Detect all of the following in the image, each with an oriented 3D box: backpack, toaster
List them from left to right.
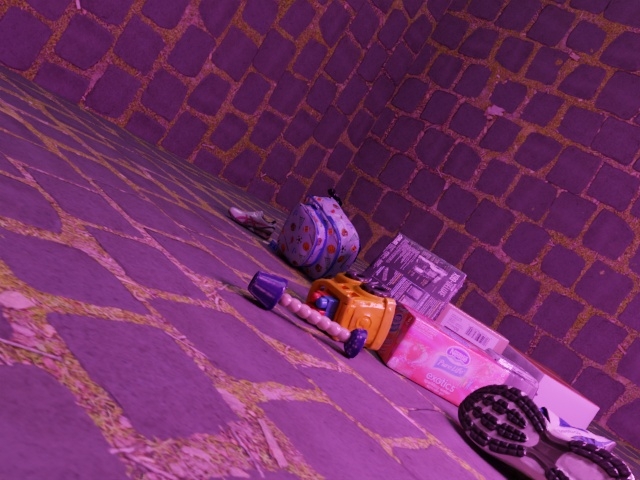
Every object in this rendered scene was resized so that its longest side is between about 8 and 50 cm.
[{"bbox_3d":[0.000,0.000,2.188,0.213,0.276,0.263,-8,43,-43],"label":"backpack"},{"bbox_3d":[0.507,0.410,1.846,0.227,0.146,0.129,32,4,-5],"label":"toaster"}]

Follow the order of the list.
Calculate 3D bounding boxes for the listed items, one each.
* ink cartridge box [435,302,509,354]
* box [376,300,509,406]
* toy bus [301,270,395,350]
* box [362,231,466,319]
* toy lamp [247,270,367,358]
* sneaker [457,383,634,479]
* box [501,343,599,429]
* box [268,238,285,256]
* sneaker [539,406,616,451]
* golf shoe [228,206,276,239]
[{"bbox_3d":[0.411,0.312,1.945,0.235,0.193,0.088,32,3,-2],"label":"ink cartridge box"},{"bbox_3d":[0.301,0.301,1.645,0.300,0.142,0.154,31,5,-13],"label":"box"},{"bbox_3d":[0.037,0.157,1.562,0.212,0.149,0.220,11,13,-31],"label":"toy bus"},{"bbox_3d":[0.235,0.150,1.864,0.242,0.307,0.076,33,-29,19],"label":"box"},{"bbox_3d":[-0.029,0.154,1.391,0.275,0.080,0.080,31,4,-11],"label":"toy lamp"},{"bbox_3d":[0.439,0.452,1.308,0.410,0.158,0.182,35,-26,52],"label":"sneaker"},{"bbox_3d":[0.686,0.489,2.079,0.215,0.168,0.345,32,5,-9],"label":"box"},{"bbox_3d":[-0.125,0.039,2.325,0.136,0.028,0.081,32,4,-31],"label":"box"},{"bbox_3d":[0.647,0.522,1.708,0.316,0.127,0.182,25,11,-48],"label":"sneaker"},{"bbox_3d":[-0.253,-0.082,2.400,0.186,0.086,0.067,30,6,-12],"label":"golf shoe"}]
